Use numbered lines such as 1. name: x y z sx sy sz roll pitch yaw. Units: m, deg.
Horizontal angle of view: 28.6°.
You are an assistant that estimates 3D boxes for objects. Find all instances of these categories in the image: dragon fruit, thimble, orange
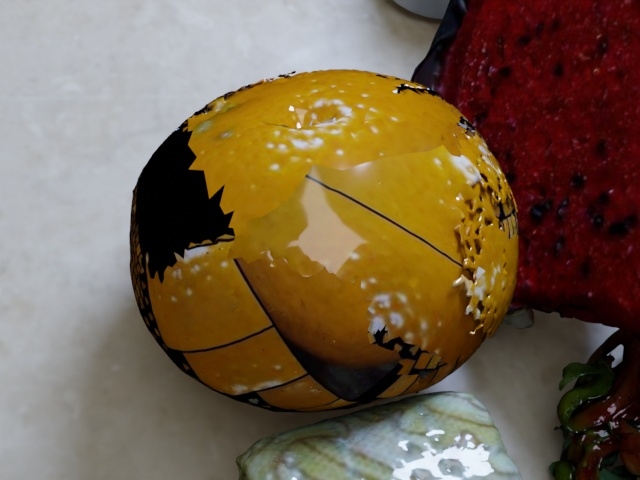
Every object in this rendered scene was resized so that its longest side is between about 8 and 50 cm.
1. dragon fruit: 0.174 -0.109 0.803 0.100 0.282 0.344 9 91 -40
2. thimble: 0.041 0.188 0.704 0.143 0.137 0.191 -11 77 -12
3. orange: 0.000 0.000 0.744 0.234 0.182 0.234 2 37 -2
4. dragon fruit: 0.216 0.092 0.782 0.175 0.142 0.138 -26 113 3

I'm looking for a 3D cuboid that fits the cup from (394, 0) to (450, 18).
1. cup: 0.116 -0.244 0.928 0.136 0.133 0.099 -18 69 -22
